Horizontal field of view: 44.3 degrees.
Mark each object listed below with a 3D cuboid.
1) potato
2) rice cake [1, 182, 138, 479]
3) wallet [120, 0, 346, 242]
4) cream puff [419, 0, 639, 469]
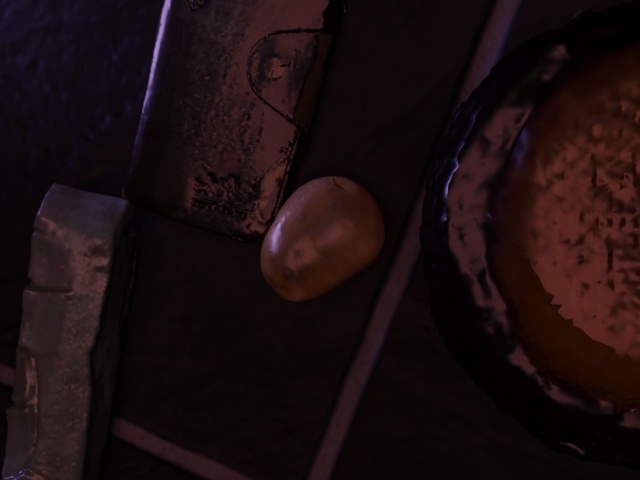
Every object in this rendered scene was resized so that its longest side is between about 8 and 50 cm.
[{"bbox_3d":[0.000,0.000,0.499,0.083,0.062,0.068,-39,57,-16],"label":"potato"},{"bbox_3d":[-0.181,0.130,0.545,0.066,0.063,0.337,10,95,3],"label":"rice cake"},{"bbox_3d":[-0.055,-0.120,0.514,0.121,0.031,0.232,16,97,11],"label":"wallet"},{"bbox_3d":[0.169,-0.001,0.414,0.238,0.165,0.239,0,90,10],"label":"cream puff"}]
